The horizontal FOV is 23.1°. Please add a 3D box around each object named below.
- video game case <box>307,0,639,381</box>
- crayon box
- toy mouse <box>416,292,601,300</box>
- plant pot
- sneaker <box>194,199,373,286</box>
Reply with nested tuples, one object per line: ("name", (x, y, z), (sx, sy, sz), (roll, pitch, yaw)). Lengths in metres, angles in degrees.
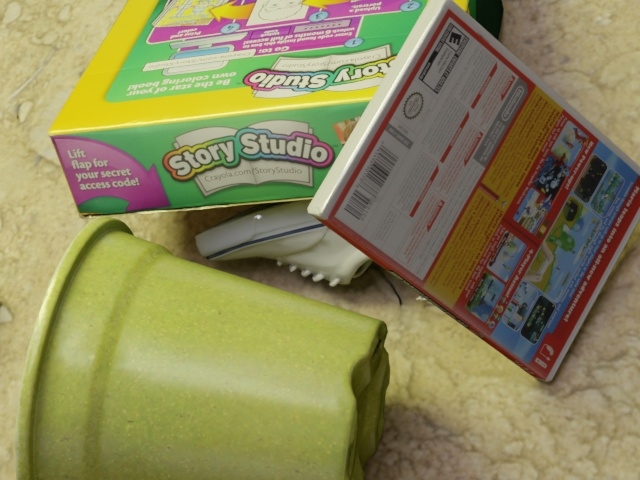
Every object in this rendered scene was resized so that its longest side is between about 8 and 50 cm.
("video game case", (0.142, -0.036, 1.288), (0.025, 0.285, 0.204), (15, 73, 58))
("crayon box", (-0.028, -0.159, 1.459), (0.363, 0.106, 0.313), (-5, 36, 17))
("toy mouse", (0.157, 0.001, 1.412), (0.161, 0.031, 0.143), (-16, 57, 10))
("plant pot", (-0.081, 0.135, 1.301), (0.254, 0.276, 0.276), (10, 64, 10))
("sneaker", (0.000, 0.000, 1.432), (0.258, 0.094, 0.091), (-12, 100, 32))
